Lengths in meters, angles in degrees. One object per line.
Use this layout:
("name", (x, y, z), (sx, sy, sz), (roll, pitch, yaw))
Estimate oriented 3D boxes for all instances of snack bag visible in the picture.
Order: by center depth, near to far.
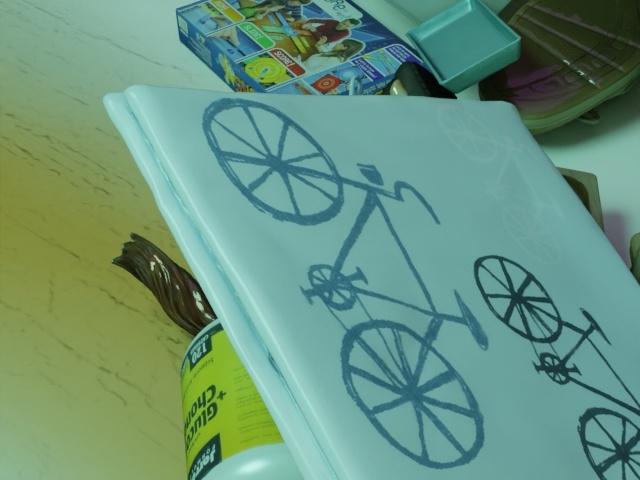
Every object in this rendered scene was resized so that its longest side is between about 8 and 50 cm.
("snack bag", (0.078, 0.035, 0.872), (0.342, 0.037, 0.323), (-5, 54, -45))

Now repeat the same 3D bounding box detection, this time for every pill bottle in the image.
("pill bottle", (-0.026, 0.130, 0.890), (0.103, 0.103, 0.184), (-6, 38, -3))

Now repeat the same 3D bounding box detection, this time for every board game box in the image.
("board game box", (-0.017, -0.162, 1.315), (0.136, 0.035, 0.201), (-22, 42, -22))

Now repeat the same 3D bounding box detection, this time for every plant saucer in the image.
("plant saucer", (0.110, -0.153, 1.204), (0.067, 0.018, 0.192), (-30, 19, 5))

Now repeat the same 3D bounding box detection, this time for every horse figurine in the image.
("horse figurine", (0.000, 0.000, 1.039), (0.263, 0.066, 0.174), (-25, 70, 0))

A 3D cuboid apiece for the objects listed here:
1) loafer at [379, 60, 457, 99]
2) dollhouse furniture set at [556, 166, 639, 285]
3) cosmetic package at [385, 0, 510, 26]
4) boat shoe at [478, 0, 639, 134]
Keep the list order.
("loafer", (0.088, -0.035, 1.128), (0.078, 0.080, 0.220), (-42, 41, 22))
("dollhouse furniture set", (0.226, -0.043, 1.048), (0.151, 0.123, 0.144), (10, 39, -4))
("cosmetic package", (0.170, -0.375, 1.299), (0.156, 0.385, 0.217), (29, 29, -28))
("boat shoe", (0.226, -0.159, 1.265), (0.104, 0.089, 0.285), (37, 55, 21))
